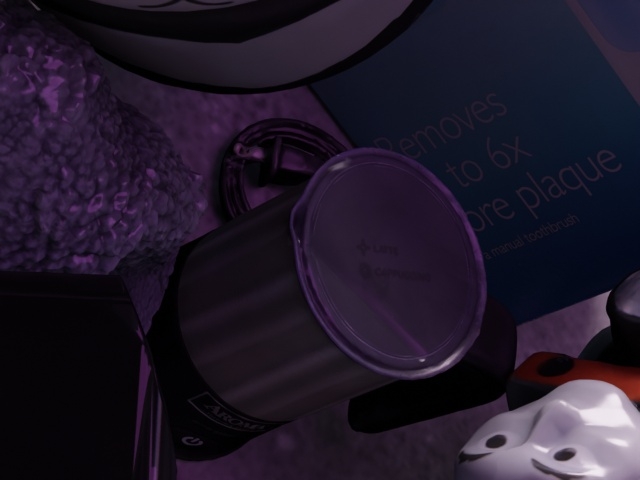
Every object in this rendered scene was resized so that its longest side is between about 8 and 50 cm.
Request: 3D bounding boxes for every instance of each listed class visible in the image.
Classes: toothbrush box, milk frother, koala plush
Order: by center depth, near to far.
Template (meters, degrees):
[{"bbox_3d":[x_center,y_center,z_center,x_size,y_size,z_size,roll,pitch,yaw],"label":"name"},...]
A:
[{"bbox_3d":[-0.155,0.035,0.579,0.196,0.203,0.221,33,76,-11],"label":"koala plush"},{"bbox_3d":[0.000,0.000,0.733,0.129,0.135,0.143,7,69,-37],"label":"milk frother"},{"bbox_3d":[0.086,-0.134,0.799,0.295,0.216,0.126,54,49,-10],"label":"toothbrush box"}]

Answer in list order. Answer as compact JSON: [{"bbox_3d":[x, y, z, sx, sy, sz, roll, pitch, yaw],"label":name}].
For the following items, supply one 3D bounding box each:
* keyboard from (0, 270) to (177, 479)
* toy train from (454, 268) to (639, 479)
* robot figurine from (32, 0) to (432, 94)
[{"bbox_3d":[-0.195,0.104,0.486,0.317,0.033,0.201,1,74,4],"label":"keyboard"},{"bbox_3d":[0.138,0.177,0.726,0.190,0.142,0.334,-37,123,-40],"label":"toy train"},{"bbox_3d":[-0.032,-0.133,0.585,0.173,0.278,0.209,44,90,5],"label":"robot figurine"}]
